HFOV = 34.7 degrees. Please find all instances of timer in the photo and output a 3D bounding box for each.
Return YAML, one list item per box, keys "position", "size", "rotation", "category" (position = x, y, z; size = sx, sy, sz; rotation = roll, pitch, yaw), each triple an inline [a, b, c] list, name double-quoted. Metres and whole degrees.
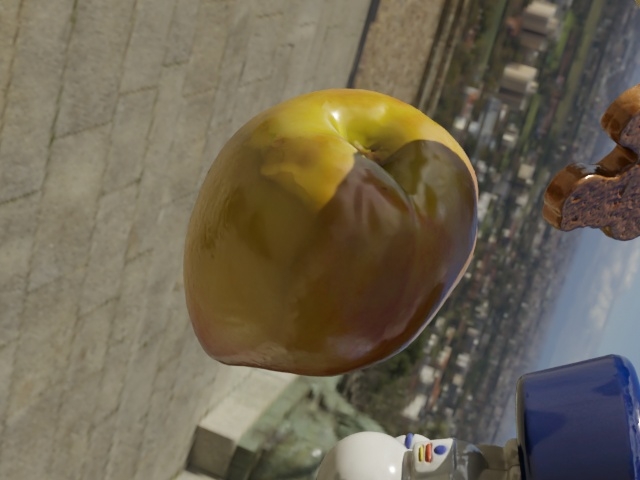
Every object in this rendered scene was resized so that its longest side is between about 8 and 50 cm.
- position: [0.179, 0.279, 1.172]
  size: [0.270, 0.383, 0.271]
  rotation: [-6, 90, -78]
  category: "timer"

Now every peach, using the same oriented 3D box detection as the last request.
- position: [0.002, -0.001, 1.057]
  size: [0.289, 0.289, 0.308]
  rotation: [-54, 173, -49]
  category: "peach"

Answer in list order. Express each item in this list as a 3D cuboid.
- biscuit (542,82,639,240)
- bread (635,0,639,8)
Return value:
- position: [0.382, -0.086, 1.180]
  size: [0.333, 0.047, 0.202]
  rotation: [5, 127, -46]
  category: "biscuit"
- position: [0.348, -0.233, 0.820]
  size: [0.135, 0.178, 0.240]
  rotation: [-42, -157, 0]
  category: "bread"
